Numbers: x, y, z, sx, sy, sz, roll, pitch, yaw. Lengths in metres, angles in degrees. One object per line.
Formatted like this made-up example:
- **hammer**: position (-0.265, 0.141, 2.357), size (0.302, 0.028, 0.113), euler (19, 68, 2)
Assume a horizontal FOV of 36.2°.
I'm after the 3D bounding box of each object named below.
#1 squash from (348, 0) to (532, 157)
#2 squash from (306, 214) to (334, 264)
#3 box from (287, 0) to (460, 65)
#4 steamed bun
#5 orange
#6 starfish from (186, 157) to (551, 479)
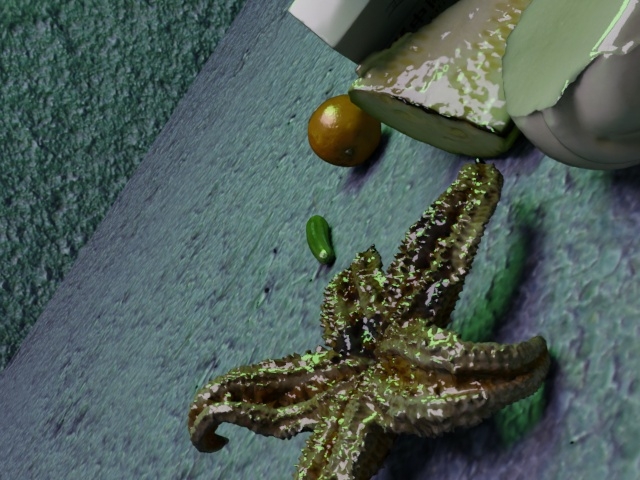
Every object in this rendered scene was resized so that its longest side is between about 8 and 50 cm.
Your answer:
- **squash**: position (0.158, -0.202, 0.870), size (0.169, 0.093, 0.252), euler (22, 79, 33)
- **squash**: position (-0.001, 0.000, 1.054), size (0.027, 0.027, 0.089), euler (-49, 22, 20)
- **box**: position (0.085, -0.226, 0.926), size (0.155, 0.067, 0.243), euler (-54, -23, 12)
- **steamed bun**: position (0.204, -0.128, 0.649), size (0.183, 0.106, 0.183), euler (-52, 19, 26)
- **orange**: position (0.027, -0.120, 1.090), size (0.083, 0.083, 0.083), euler (-47, 22, 25)
- **starfish**: position (0.035, 0.087, 0.722), size (0.312, 0.113, 0.303), euler (-40, 27, 18)
